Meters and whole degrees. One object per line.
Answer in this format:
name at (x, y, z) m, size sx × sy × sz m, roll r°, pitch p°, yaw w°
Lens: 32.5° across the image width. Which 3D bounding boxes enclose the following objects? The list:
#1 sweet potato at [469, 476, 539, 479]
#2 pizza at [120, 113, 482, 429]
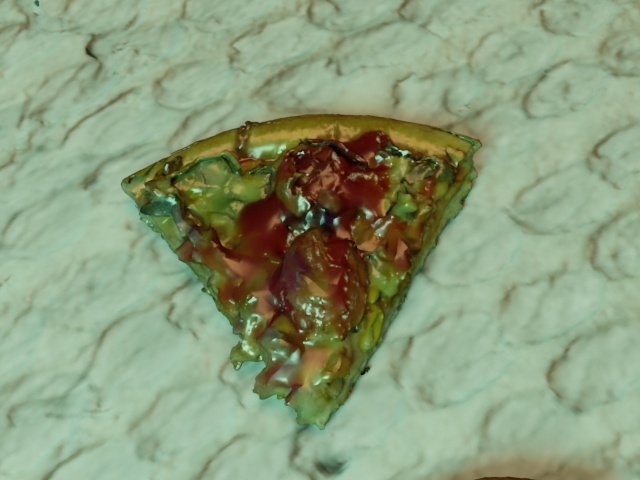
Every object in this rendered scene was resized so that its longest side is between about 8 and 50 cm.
sweet potato at (0.079, 0.121, 0.484) m, size 0.095 × 0.034 × 0.034 m, roll -3°, pitch 51°, yaw 16°
pizza at (0.000, 0.000, 0.570) m, size 0.201 × 0.053 × 0.193 m, roll -11°, pitch 52°, yaw -5°
